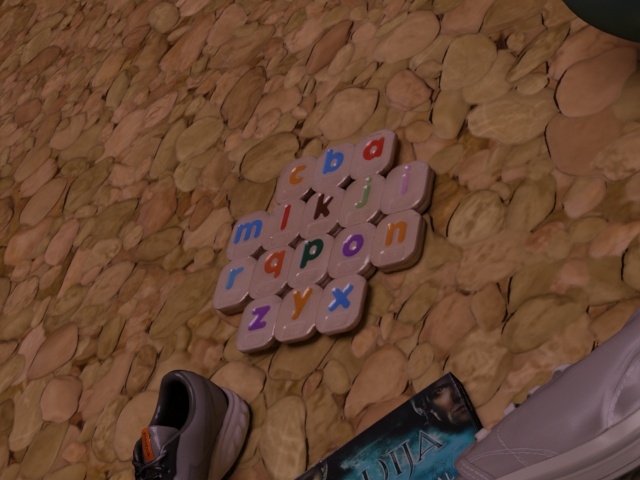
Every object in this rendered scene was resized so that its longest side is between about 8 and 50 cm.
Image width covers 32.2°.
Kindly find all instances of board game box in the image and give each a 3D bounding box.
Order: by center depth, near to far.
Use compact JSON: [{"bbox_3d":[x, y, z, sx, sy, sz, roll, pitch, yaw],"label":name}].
[{"bbox_3d":[0.066,0.215,0.992,0.186,0.026,0.126,-37,38,12],"label":"board game box"}]

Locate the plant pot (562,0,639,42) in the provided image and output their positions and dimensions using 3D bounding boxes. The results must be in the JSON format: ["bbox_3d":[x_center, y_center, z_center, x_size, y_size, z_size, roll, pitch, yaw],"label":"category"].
[{"bbox_3d":[0.341,-0.312,1.018,0.235,0.293,0.293,-11,47,56],"label":"plant pot"}]

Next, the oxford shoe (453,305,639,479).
[{"bbox_3d":[0.188,0.162,0.810,0.449,0.169,0.130,-37,39,0],"label":"oxford shoe"}]

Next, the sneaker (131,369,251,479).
[{"bbox_3d":[-0.152,0.254,1.104,0.100,0.108,0.271,-17,47,32],"label":"sneaker"}]

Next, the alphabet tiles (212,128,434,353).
[{"bbox_3d":[0.000,0.000,1.265,0.284,0.021,0.277,-17,46,34],"label":"alphabet tiles"}]
